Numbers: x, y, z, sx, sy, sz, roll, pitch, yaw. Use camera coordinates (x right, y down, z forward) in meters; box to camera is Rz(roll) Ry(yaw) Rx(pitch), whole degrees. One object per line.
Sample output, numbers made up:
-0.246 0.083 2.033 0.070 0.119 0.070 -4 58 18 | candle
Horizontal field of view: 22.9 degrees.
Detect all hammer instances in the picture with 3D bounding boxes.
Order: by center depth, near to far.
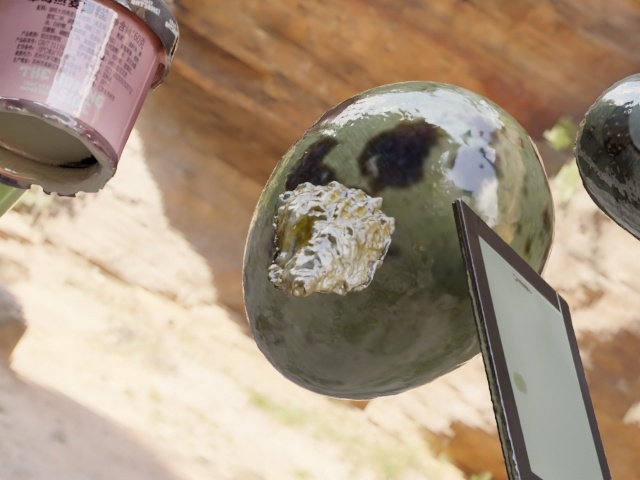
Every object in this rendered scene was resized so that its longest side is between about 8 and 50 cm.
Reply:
0.333 -0.047 1.020 0.305 0.113 0.202 -7 27 -20 | hammer

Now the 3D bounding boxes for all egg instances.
0.085 0.005 1.907 0.345 0.428 0.345 34 28 -21 | egg

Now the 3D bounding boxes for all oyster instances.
0.000 0.000 1.224 0.121 0.146 0.045 25 -42 43 | oyster

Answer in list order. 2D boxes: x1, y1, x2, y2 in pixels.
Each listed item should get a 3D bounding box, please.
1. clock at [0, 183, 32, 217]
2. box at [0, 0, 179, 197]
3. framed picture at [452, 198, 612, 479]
-0.311 -0.171 1.426 0.235 0.308 0.096 44 -3 11 | clock
-0.192 -0.115 1.156 0.151 0.135 0.151 11 -25 5 | box
0.229 0.151 1.625 0.265 0.016 0.347 38 35 -46 | framed picture
